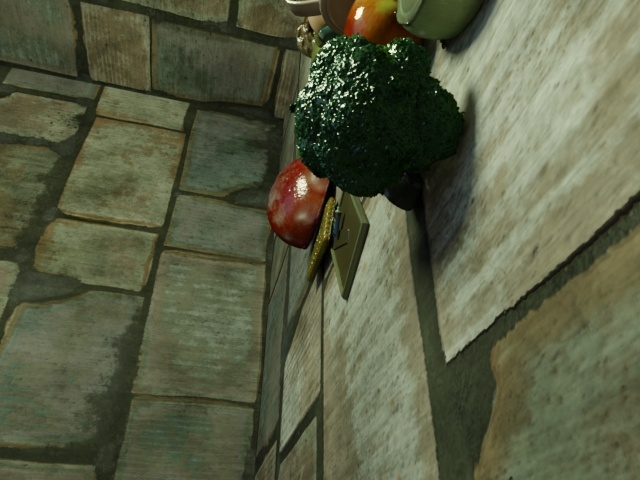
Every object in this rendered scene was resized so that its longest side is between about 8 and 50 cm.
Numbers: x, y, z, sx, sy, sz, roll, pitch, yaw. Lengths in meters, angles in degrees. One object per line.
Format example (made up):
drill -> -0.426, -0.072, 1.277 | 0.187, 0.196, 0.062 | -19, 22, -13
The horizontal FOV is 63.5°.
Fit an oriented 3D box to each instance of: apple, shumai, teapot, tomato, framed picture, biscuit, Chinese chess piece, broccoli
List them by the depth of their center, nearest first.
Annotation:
Chinese chess piece -> 0.195, -0.432, 0.812 | 0.238, 0.092, 0.238 | -172, 90, -79
broccoli -> 0.103, -0.192, 0.831 | 0.269, 0.269, 0.254 | -106, 37, -66
teapot -> 0.147, -0.094, 0.891 | 0.057, 0.066, 0.088 | -52, 1, 29
apple -> 0.120, -0.396, 0.997 | 0.163, 0.163, 0.139 | -94, 24, -49
framed picture -> 0.066, -0.015, 1.334 | 0.289, 0.020, 0.211 | -102, 24, -62
biscuit -> 0.000, 0.000, 1.585 | 0.254, 0.029, 0.172 | 112, 170, -53
tomato -> -0.074, -0.153, 1.694 | 0.289, 0.176, 0.335 | 135, 153, -69
shumai -> 0.048, -0.706, 1.774 | 0.185, 0.218, 0.184 | 25, 115, 39

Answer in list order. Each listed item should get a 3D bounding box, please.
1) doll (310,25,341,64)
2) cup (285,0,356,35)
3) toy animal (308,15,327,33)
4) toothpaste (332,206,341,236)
doll -> 0.063, -0.472, 1.342 | 0.177, 0.161, 0.260 | 61, 174, -10
cup -> 0.067, -0.612, 1.138 | 0.208, 0.288, 0.273 | 102, 170, -65
toy animal -> 0.045, -0.662, 1.453 | 0.195, 0.213, 0.256 | -59, 15, -7
toothpaste -> 0.044, -0.050, 1.385 | 0.027, 0.019, 0.083 | -146, 60, -60
